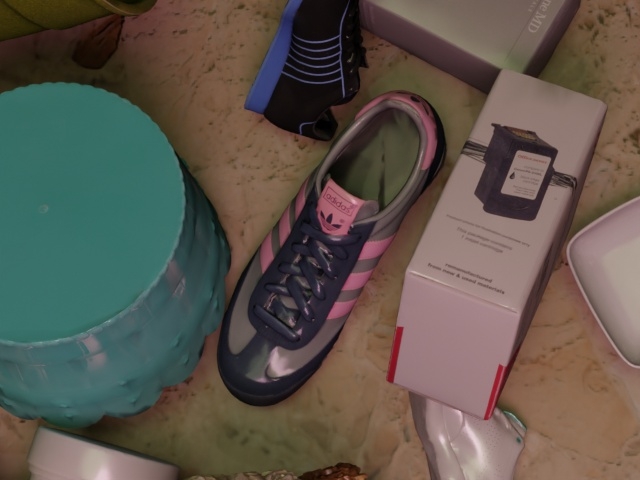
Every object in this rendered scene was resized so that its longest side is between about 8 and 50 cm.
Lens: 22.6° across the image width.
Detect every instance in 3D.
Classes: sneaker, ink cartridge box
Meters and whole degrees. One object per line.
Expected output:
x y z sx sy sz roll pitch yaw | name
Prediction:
0.000 0.000 1.423 0.112 0.131 0.319 29 85 10 | sneaker
0.007 -0.181 1.422 0.090 0.232 0.081 25 50 -2 | sneaker
0.135 0.160 1.419 0.094 0.080 0.212 -12 85 -9 | sneaker
0.148 0.001 1.343 0.100 0.172 0.237 21 55 11 | ink cartridge box

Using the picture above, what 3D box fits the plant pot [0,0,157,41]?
-0.371 -0.302 1.337 0.353 0.366 0.366 -18 79 15 | plant pot

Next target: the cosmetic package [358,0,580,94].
0.110 -0.234 1.465 0.238 0.107 0.127 27 82 13 | cosmetic package

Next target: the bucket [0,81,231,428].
-0.221 0.007 1.393 0.281 0.183 0.281 -2 66 4 | bucket

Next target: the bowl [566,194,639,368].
0.302 0.032 1.424 0.142 0.053 0.142 -27 79 2 | bowl

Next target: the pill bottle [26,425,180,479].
-0.222 0.311 1.380 0.162 0.162 0.278 16 83 9 | pill bottle

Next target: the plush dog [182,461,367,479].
-0.027 0.297 1.221 0.210 0.262 0.225 -12 68 -25 | plush dog
